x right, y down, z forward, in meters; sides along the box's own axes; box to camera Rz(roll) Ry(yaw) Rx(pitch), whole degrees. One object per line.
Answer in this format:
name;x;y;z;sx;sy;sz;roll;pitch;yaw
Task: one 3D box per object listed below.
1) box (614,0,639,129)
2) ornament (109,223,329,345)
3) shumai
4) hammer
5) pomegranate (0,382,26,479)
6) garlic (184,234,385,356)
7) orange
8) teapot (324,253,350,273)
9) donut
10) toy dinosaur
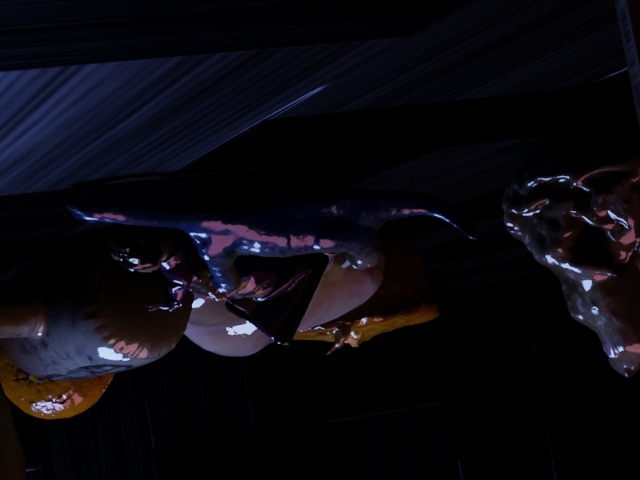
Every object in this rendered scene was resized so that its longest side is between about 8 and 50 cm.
box;0.161;-0.074;0.837;0.053;0.083;0.024;-11;172;-5
ornament;-0.096;0.026;1.502;0.088;0.081;0.203;28;-168;38
shumai;0.244;0.005;1.408;0.206;0.175;0.166;-16;172;34
hammer;-0.269;0.057;1.546;0.305;0.113;0.202;1;168;-36
pomegranate;-0.433;0.201;1.708;0.342;0.342;0.342;-9;175;-1
garlic;-0.049;0.046;1.774;0.217;0.110;0.228;-11;176;-21
orange;-0.279;0.120;2.047;0.135;0.135;0.117;-10;-173;17
teapot;0.000;0.000;1.601;0.067;0.057;0.083;29;160;-7
donut;-0.005;0.063;2.002;0.253;0.118;0.253;-12;175;-1
toy dinosaur;-0.026;-0.019;1.295;0.247;0.075;0.188;-4;169;11
